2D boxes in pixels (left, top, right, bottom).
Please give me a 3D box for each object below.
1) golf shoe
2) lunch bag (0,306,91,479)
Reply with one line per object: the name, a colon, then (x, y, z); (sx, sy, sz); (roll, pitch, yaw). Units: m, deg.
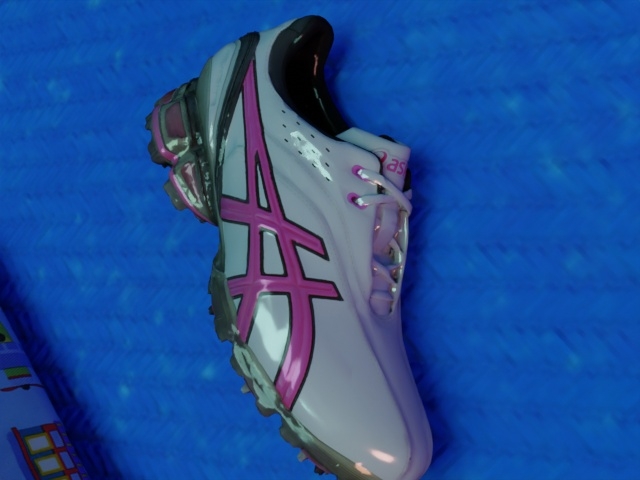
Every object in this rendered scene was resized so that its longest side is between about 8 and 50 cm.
golf shoe: (0.000, 0.000, 0.376); (0.086, 0.067, 0.186); (-34, 67, 23)
lunch bag: (-0.250, 0.151, 0.500); (0.221, 0.138, 0.293); (54, 126, 27)
